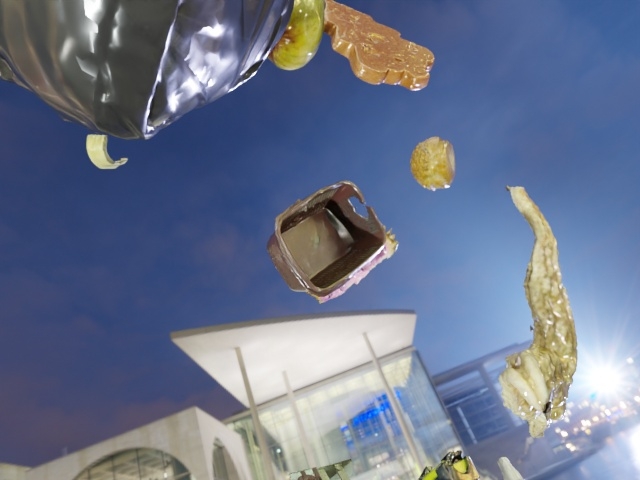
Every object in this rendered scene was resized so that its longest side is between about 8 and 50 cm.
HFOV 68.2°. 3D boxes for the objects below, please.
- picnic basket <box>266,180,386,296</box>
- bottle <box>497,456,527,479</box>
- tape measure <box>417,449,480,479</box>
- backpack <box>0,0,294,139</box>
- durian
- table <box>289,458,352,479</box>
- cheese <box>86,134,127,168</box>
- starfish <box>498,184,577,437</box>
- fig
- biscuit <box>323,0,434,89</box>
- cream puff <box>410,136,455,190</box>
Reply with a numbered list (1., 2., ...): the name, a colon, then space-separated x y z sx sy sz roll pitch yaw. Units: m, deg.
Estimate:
1. picnic basket: 0.000 0.000 1.143 0.297 0.222 0.129 -35 5 -37
2. bottle: 0.446 0.562 1.026 0.060 0.217 0.060 -2 -70 -4
3. tape measure: 0.302 0.600 1.062 0.112 0.199 0.186 11 -55 -35
4. backpack: -0.146 -0.311 0.493 0.255 0.445 0.363 27 -61 3
5. durian: 0.068 0.046 1.463 0.341 0.112 0.191 -39 -57 16
6. table: 0.026 0.627 1.169 0.175 0.146 0.062 -6 -76 -18
7. cheese: -0.406 -0.159 0.898 0.060 0.041 0.084 4 -32 26
8. starfish: 0.300 0.113 0.640 0.082 0.324 0.432 -1 -30 30
9. fig: -0.056 -0.403 0.895 0.153 0.136 0.121 -40 -6 39
10. biscuit: 0.109 -0.426 1.029 0.284 0.306 0.043 -27 -24 -42
11. cream puff: 0.310 -0.213 1.317 0.115 0.150 0.165 -7 -11 25
